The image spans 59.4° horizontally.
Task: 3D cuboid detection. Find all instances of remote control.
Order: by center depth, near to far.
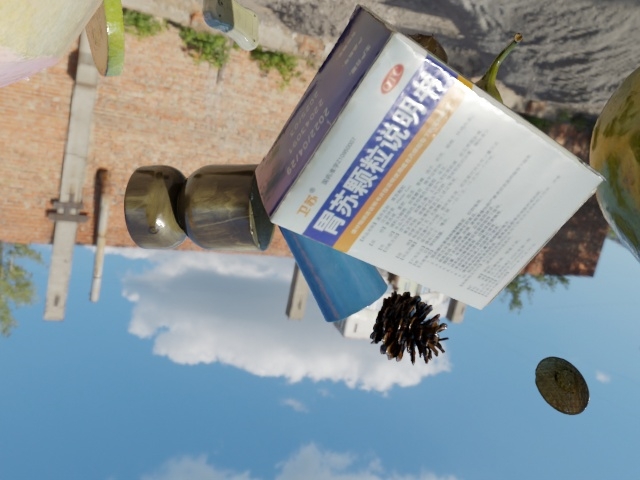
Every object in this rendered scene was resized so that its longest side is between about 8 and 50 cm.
[{"bbox_3d":[-0.150,-0.372,0.941,0.032,0.074,0.122,-10,164,33],"label":"remote control"}]

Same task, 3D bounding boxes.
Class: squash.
[{"bbox_3d":[-0.459,-0.476,1.187,0.048,0.252,0.252,-12,-157,-29],"label":"squash"}]

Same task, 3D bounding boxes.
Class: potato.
[{"bbox_3d":[0.179,-0.292,0.964,0.089,0.100,0.172,36,-148,-30],"label":"potato"}]

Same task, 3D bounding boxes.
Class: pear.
[{"bbox_3d":[0.476,-0.083,0.700,0.252,0.307,0.253,-9,156,-4],"label":"pear"}]

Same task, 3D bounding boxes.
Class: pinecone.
[{"bbox_3d":[0.204,0.203,1.252,0.165,0.163,0.163,22,-164,31],"label":"pinecone"}]

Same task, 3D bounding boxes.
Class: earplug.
[{"bbox_3d":[0.000,0.000,1.022,0.132,0.273,0.132,-30,-175,3],"label":"earplug"}]

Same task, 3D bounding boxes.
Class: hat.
[{"bbox_3d":[0.601,0.341,1.359,0.067,0.146,0.146,-15,-155,-32],"label":"hat"}]

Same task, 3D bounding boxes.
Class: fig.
[{"bbox_3d":[0.328,-0.298,1.116,0.124,0.236,0.124,15,-156,-7],"label":"fig"}]

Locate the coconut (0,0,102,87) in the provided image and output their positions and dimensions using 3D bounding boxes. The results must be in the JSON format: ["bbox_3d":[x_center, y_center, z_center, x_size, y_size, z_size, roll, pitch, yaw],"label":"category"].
[{"bbox_3d":[-0.265,-0.240,0.398,0.233,0.245,0.233,22,166,6],"label":"coconut"}]

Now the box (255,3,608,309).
[{"bbox_3d":[0.112,-0.068,0.584,0.299,0.200,0.106,23,-155,-28],"label":"box"}]

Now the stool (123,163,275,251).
[{"bbox_3d":[-0.238,-0.067,1.153,0.264,0.179,0.179,1,-170,12],"label":"stool"}]
